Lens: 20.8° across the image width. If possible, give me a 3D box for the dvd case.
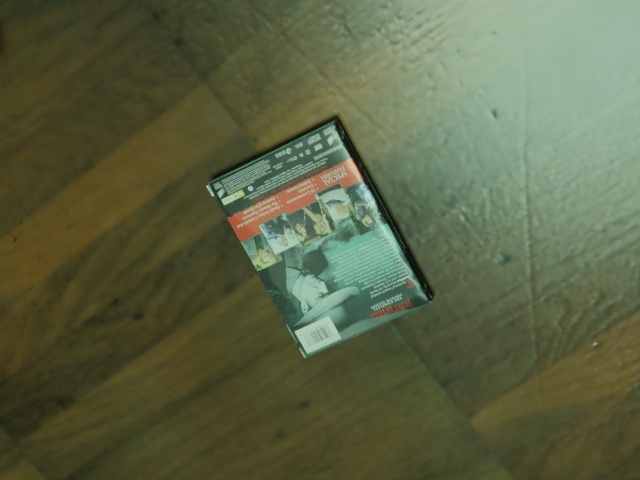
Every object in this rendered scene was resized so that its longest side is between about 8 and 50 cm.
[{"bbox_3d":[0.000,0.000,1.003,0.087,0.013,0.119,-26,100,20],"label":"dvd case"}]
